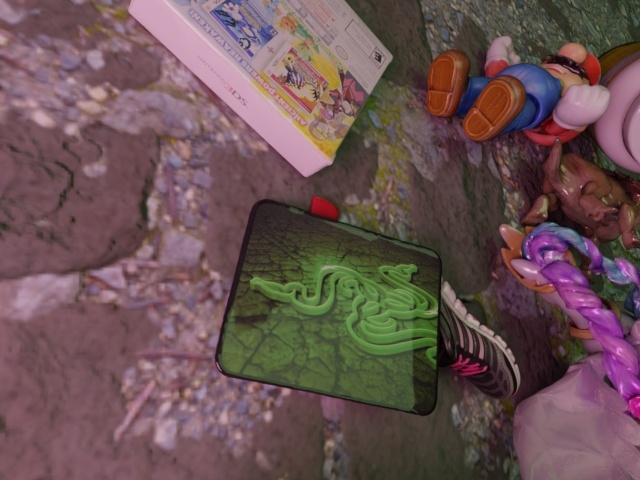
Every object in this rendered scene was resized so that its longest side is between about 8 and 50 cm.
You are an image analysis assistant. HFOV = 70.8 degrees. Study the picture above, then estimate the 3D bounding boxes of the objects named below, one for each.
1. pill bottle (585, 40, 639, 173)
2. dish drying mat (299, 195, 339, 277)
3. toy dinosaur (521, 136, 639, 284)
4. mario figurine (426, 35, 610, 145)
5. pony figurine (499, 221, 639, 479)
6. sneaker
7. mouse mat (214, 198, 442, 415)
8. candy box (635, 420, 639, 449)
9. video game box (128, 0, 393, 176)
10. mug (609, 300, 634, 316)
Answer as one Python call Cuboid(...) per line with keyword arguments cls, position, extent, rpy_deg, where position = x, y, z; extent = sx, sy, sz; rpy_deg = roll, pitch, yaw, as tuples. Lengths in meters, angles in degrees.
Cuboid(cls="pill bottle", position=(0.536, -0.216, 0.727), extent=(0.188, 0.188, 0.334), rpy_deg=(54, 30, -10))
Cuboid(cls="dish drying mat", position=(0.000, 0.000, 0.417), extent=(0.032, 0.008, 0.083), rpy_deg=(25, 61, -28))
Cuboid(cls="toy dinosaur", position=(0.412, -0.073, 0.690), extent=(0.295, 0.127, 0.200), rpy_deg=(36, 56, -18))
Cuboid(cls="mario figurine", position=(0.297, -0.227, 0.623), extent=(0.320, 0.170, 0.198), rpy_deg=(-15, 82, -38))
Cuboid(cls="pony figurine", position=(0.355, 0.152, 0.491), extent=(0.363, 0.303, 0.351), rpy_deg=(43, 17, -15))
Cuboid(cls="sneaker", position=(0.127, 0.106, 0.445), extent=(0.170, 0.063, 0.075), rpy_deg=(48, 52, -8))
Cuboid(cls="mouse mat", position=(0.019, 0.054, 0.380), extent=(0.189, 0.007, 0.153), rpy_deg=(16, 64, -15))
Cuboid(cls="candy box", position=(0.514, 0.323, 0.660), extent=(0.109, 0.053, 0.187), rpy_deg=(36, 50, -23))
Cuboid(cls="video game box", position=(-0.037, -0.193, 0.430), extent=(0.205, 0.048, 0.187), rpy_deg=(42, 52, -19))
Cuboid(cls="mug", position=(0.506, 0.132, 0.727), extent=(0.062, 0.064, 0.078), rpy_deg=(-7, 80, -40))
